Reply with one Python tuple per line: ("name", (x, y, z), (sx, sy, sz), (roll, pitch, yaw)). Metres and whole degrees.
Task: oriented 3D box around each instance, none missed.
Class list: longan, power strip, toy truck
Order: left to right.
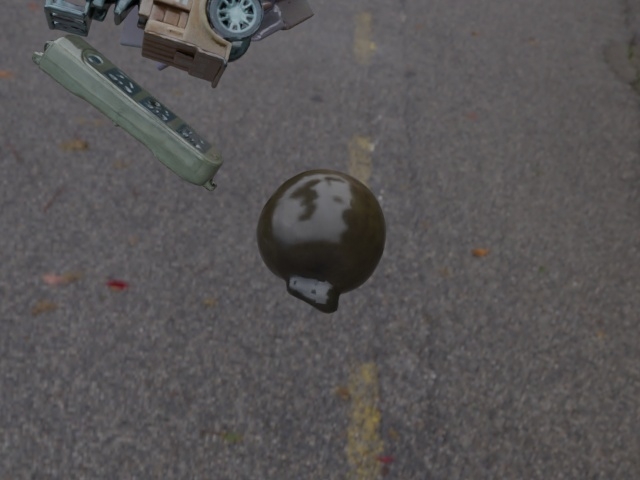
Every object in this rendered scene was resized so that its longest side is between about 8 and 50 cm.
("power strip", (-0.240, -0.167, 1.365), (0.286, 0.048, 0.080), (40, 22, -3))
("toy truck", (-0.076, -0.189, 0.599), (0.115, 0.177, 0.080), (16, -4, -10))
("longan", (0.000, 0.000, 0.849), (0.106, 0.106, 0.119), (9, 67, -5))

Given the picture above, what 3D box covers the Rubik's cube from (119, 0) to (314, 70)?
("Rubik's cube", (-0.205, -0.509, 1.854), (0.387, 0.368, 0.358), (40, 46, 14))
